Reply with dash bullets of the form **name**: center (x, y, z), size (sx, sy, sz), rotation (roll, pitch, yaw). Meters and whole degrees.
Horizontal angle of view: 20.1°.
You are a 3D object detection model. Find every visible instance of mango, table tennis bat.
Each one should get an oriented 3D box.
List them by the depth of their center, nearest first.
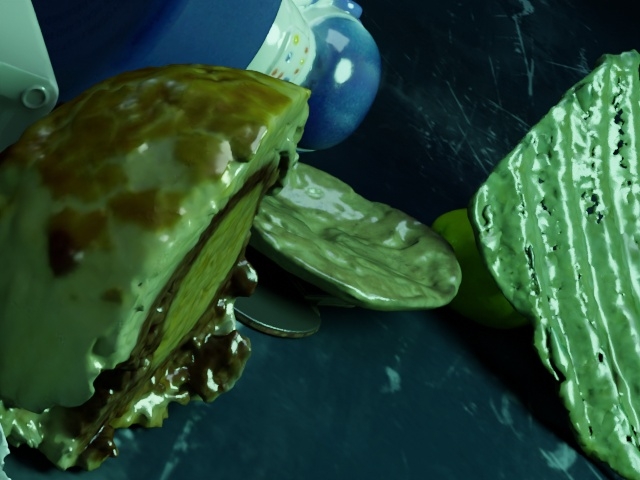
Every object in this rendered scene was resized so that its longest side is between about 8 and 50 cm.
- **table tennis bat**: center (-0.028, 0.040, 1.374), size (0.158, 0.014, 0.095), rotation (5, 36, -49)
- **mango**: center (0.150, 0.026, 1.576), size (0.117, 0.089, 0.163), rotation (37, 9, 25)

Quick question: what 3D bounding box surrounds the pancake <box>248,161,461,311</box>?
- **pancake**: center (0.000, 0.000, 1.433), size (0.242, 0.050, 0.242), rotation (21, 17, -7)

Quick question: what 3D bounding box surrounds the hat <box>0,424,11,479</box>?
- **hat**: center (-0.238, 0.114, 0.749), size (0.203, 0.203, 0.126), rotation (35, 41, -2)

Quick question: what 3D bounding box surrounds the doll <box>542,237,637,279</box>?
- **doll**: center (0.367, 0.052, 1.725), size (0.340, 0.158, 0.246), rotation (23, 22, -26)

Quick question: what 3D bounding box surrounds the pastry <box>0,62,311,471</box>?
- **pastry**: center (-0.121, -0.008, 1.065), size (0.170, 0.237, 0.256), rotation (28, 21, 13)

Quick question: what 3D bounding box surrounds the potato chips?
- **potato chips**: center (0.312, 0.028, 1.554), size (0.373, 0.097, 0.389), rotation (-36, 92, -45)

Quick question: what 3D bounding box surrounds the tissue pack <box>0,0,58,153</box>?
- **tissue pack**: center (-0.305, -0.110, 1.090), size (0.246, 0.159, 0.136), rotation (20, 28, -34)

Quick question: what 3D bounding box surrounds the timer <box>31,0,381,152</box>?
- **timer**: center (-0.082, -0.182, 1.477), size (0.383, 0.270, 0.270), rotation (25, 22, -50)
